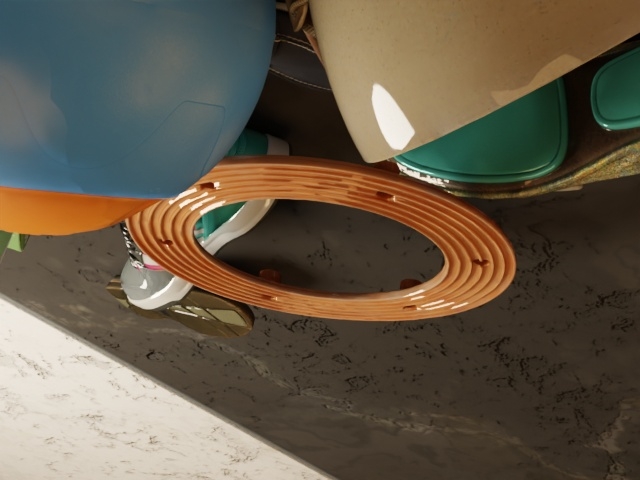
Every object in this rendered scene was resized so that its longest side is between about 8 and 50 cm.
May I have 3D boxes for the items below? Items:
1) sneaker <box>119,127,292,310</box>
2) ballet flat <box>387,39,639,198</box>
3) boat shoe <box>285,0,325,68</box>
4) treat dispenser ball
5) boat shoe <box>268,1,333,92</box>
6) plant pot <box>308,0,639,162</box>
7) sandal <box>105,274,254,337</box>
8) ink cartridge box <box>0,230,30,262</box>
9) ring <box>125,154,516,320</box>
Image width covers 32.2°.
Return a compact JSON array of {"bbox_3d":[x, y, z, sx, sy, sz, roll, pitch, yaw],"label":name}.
[{"bbox_3d":[-0.175,-0.036,1.073,0.178,0.124,0.295,24,140,-23],"label":"sneaker"},{"bbox_3d":[0.213,-0.089,0.847,0.348,0.123,0.123,-12,140,37],"label":"ballet flat"},{"bbox_3d":[0.027,-0.190,0.752,0.123,0.116,0.324,-4,144,28],"label":"boat shoe"},{"bbox_3d":[-0.173,-0.148,0.711,0.288,0.288,0.288,11,148,7],"label":"treat dispenser ball"},{"bbox_3d":[-0.067,-0.157,0.886,0.206,0.065,0.075,23,149,-5],"label":"boat shoe"},{"bbox_3d":[0.098,-0.195,0.598,0.284,0.284,0.191,-24,100,46],"label":"plant pot"},{"bbox_3d":[-0.162,0.061,1.297,0.219,0.060,0.090,4,144,44],"label":"sandal"},{"bbox_3d":[-0.306,-0.058,1.015,0.109,0.209,0.062,18,148,-4],"label":"ink cartridge box"},{"bbox_3d":[0.000,0.000,0.959,0.336,0.032,0.336,6,157,3],"label":"ring"}]
